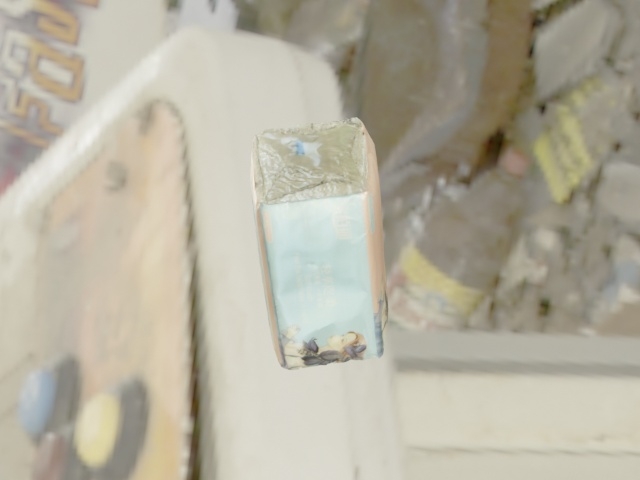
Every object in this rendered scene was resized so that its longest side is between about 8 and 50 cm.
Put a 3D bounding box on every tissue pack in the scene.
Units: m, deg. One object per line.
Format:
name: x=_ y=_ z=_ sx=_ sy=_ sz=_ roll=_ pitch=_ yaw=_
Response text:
tissue pack: x=0.000 y=0.000 z=0.795 sx=0.074 sy=0.058 sz=0.094 roll=-94 pitch=-2 yaw=-55
